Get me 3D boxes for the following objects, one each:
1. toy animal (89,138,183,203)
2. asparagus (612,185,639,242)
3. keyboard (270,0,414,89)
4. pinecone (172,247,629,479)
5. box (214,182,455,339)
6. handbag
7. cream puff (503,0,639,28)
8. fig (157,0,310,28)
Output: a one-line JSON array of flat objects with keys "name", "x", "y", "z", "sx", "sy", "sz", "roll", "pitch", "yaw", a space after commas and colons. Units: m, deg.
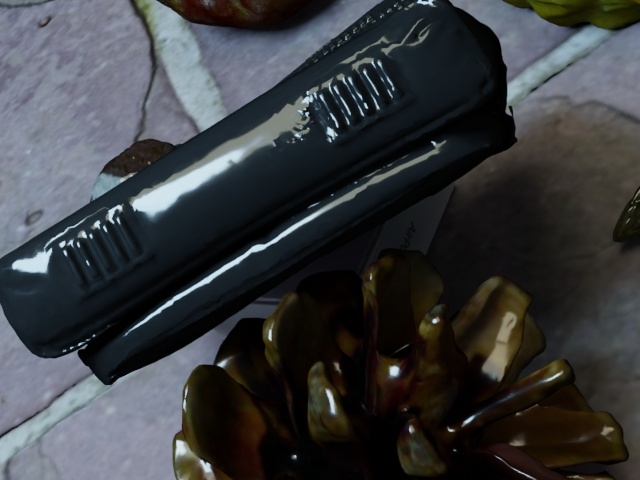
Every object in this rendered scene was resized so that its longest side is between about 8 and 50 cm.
[{"name": "toy animal", "x": -0.122, "y": -0.005, "z": 0.971, "sx": 0.098, "sy": 0.098, "sz": 0.137, "roll": 16, "pitch": 64, "yaw": 44}, {"name": "asparagus", "x": 0.240, "y": -0.089, "z": 0.835, "sx": 0.034, "sy": 0.027, "sz": 0.236, "roll": 15, "pitch": 63, "yaw": 49}, {"name": "keyboard", "x": 0.010, "y": -0.128, "z": 1.053, "sx": 0.155, "sy": 0.010, "sz": 0.053, "roll": -39, "pitch": 39, "yaw": -1}, {"name": "pinecone", "x": 0.029, "y": 0.109, "z": 0.675, "sx": 0.229, "sy": 0.202, "sz": 0.201, "roll": -58, "pitch": 11, "yaw": -26}, {"name": "box", "x": 0.000, "y": 0.000, "z": 0.911, "sx": 0.129, "sy": 0.051, "sz": 0.130, "roll": 2, "pitch": 55, "yaw": 37}, {"name": "handbag", "x": -0.019, "y": -0.024, "z": 0.768, "sx": 0.275, "sy": 0.088, "sz": 0.244, "roll": -33, "pitch": -2, "yaw": 8}, {"name": "cream puff", "x": 0.192, "y": -0.269, "z": 0.920, "sx": 0.282, "sy": 0.185, "sz": 0.281, "roll": -19, "pitch": 46, "yaw": 22}, {"name": "fig", "x": -0.027, "y": -0.282, "z": 1.141, "sx": 0.170, "sy": 0.145, "sz": 0.274, "roll": 13, "pitch": 48, "yaw": 41}]
